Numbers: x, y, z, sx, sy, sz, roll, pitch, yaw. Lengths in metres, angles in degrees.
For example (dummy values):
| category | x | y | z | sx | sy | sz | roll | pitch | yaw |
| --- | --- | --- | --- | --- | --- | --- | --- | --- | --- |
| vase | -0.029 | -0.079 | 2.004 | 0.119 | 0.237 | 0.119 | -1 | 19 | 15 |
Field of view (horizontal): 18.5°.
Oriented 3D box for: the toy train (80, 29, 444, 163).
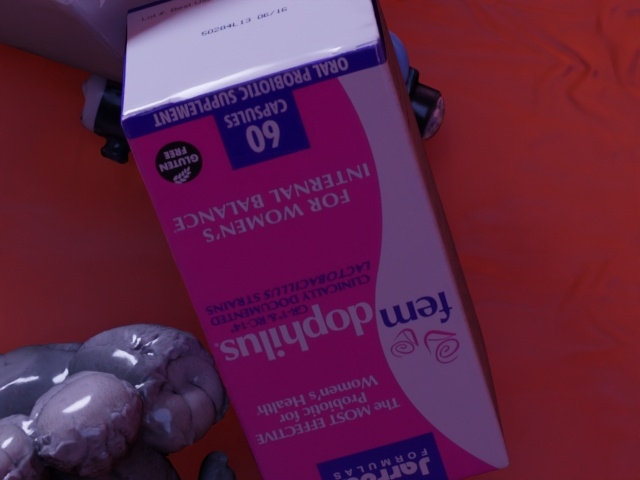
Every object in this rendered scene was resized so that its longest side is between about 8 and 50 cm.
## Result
| category | x | y | z | sx | sy | sz | roll | pitch | yaw |
| --- | --- | --- | --- | --- | --- | --- | --- | --- | --- |
| toy train | -0.034 | -0.069 | 0.968 | 0.184 | 0.080 | 0.105 | 21 | 85 | 3 |

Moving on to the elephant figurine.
| category | x | y | z | sx | sy | sz | roll | pitch | yaw |
| --- | --- | --- | --- | --- | --- | --- | --- | --- | --- |
| elephant figurine | -0.084 | 0.169 | 0.891 | 0.169 | 0.186 | 0.239 | -21 | 109 | 29 |

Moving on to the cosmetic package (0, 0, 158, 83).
| category | x | y | z | sx | sy | sz | roll | pitch | yaw |
| --- | --- | --- | --- | --- | --- | --- | --- | --- | --- |
| cosmetic package | -0.165 | -0.171 | 0.933 | 0.238 | 0.107 | 0.127 | 22 | 77 | 23 |

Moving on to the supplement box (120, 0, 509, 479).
| category | x | y | z | sx | sy | sz | roll | pitch | yaw |
| --- | --- | --- | --- | --- | --- | --- | --- | --- | --- |
| supplement box | 0.000 | 0.000 | 0.869 | 0.111 | 0.114 | 0.220 | -17 | 120 | 6 |
